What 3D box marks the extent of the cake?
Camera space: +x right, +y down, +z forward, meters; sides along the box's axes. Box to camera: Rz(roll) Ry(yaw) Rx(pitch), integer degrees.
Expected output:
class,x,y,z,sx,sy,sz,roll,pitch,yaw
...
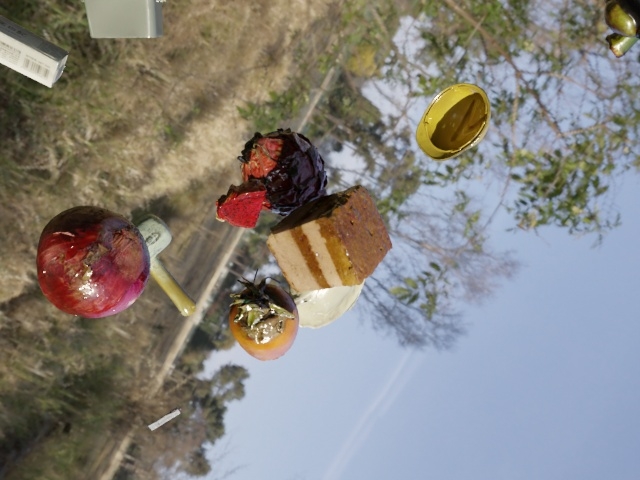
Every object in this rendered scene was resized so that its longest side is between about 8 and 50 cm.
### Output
class,x,y,z,sx,sy,sz,roll,pitch,yaw
cake,0.000,0.000,1.634,0.293,0.199,0.196,-11,-153,40

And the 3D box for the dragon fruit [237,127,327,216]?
class,x,y,z,sx,sy,sz,roll,pitch,yaw
dragon fruit,-0.102,-0.192,1.817,0.244,0.299,0.244,-13,-126,19

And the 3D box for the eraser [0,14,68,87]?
class,x,y,z,sx,sy,sz,roll,pitch,yaw
eraser,-0.944,-0.591,1.915,0.098,0.403,0.096,-54,-165,34

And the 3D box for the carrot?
class,x,y,z,sx,sy,sz,roll,pitch,yaw
carrot,-0.154,0.217,1.856,0.214,0.193,0.331,-51,166,-11

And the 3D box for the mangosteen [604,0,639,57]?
class,x,y,z,sx,sy,sz,roll,pitch,yaw
mangosteen,0.583,-0.438,1.100,0.275,0.275,0.302,-73,-172,-46

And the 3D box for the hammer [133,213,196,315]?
class,x,y,z,sx,sy,sz,roll,pitch,yaw
hammer,-0.456,0.090,1.884,0.202,0.305,0.113,-43,-167,-17

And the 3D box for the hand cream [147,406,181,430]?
class,x,y,z,sx,sy,sz,roll,pitch,yaw
hand cream,-0.405,0.465,1.727,0.093,0.019,0.030,-32,147,-19

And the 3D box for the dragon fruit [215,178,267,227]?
class,x,y,z,sx,sy,sz,roll,pitch,yaw
dragon fruit,-0.189,-0.096,1.518,0.162,0.106,0.083,121,-41,-60

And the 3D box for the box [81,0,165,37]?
class,x,y,z,sx,sy,sz,roll,pitch,yaw
box,-0.584,-0.675,1.980,0.163,0.243,0.135,-92,-178,-70

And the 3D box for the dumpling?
class,x,y,z,sx,sy,sz,roll,pitch,yaw
dumpling,0.042,0.156,2.390,0.233,0.315,0.395,13,-116,52

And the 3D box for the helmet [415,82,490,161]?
class,x,y,z,sx,sy,sz,roll,pitch,yaw
helmet,0.438,-0.360,2.071,0.257,0.205,0.140,-49,152,23

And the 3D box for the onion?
class,x,y,z,sx,sy,sz,roll,pitch,yaw
onion,-0.531,0.048,1.569,0.276,0.276,0.276,-57,-168,19
